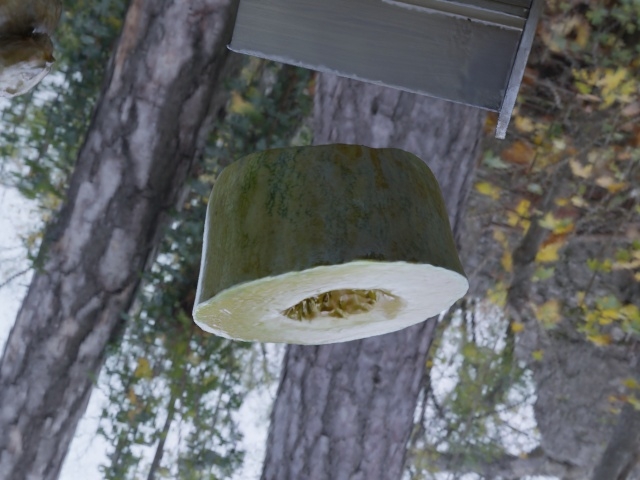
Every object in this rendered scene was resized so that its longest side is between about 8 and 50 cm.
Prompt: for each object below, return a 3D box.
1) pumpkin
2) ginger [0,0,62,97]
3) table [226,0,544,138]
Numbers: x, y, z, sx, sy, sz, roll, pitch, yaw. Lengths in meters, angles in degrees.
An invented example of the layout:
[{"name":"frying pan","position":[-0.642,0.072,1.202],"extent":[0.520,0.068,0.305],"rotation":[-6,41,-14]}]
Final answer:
[{"name":"pumpkin","position":[0.000,0.000,1.018],"extent":[0.332,0.199,0.332],"rotation":[-9,161,-3]},{"name":"ginger","position":[-0.422,-0.306,0.928],"extent":[0.375,0.256,0.176],"rotation":[42,170,19]},{"name":"table","position":[0.048,-0.184,0.612],"extent":[0.227,0.167,0.167],"rotation":[15,-168,9]}]
